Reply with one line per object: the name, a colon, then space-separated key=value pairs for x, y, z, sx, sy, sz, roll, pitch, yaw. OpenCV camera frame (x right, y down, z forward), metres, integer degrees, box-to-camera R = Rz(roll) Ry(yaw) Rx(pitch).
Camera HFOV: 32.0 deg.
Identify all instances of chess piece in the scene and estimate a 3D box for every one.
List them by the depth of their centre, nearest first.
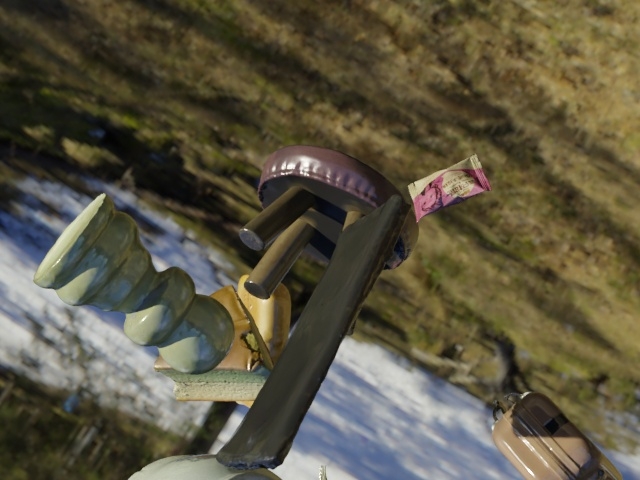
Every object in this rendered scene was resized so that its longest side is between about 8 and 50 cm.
chess piece: x=-0.217 y=0.071 z=1.407 sx=0.251 sy=0.144 sz=0.144 roll=39 pitch=159 yaw=-17

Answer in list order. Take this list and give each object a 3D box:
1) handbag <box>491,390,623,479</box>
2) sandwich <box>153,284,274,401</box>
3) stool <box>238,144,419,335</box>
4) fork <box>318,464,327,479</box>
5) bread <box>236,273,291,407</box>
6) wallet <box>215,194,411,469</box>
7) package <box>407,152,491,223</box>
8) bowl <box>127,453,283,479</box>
handbag: x=0.450 y=0.409 z=2.215 sx=0.283 sy=0.149 sz=0.302 roll=45 pitch=-177 yaw=35
sandwich: x=-0.181 y=0.209 z=1.906 sx=0.220 sy=0.186 sz=0.108 roll=59 pitch=178 yaw=47
stool: x=0.000 y=0.000 z=1.732 sx=0.272 sy=0.178 sz=0.272 roll=22 pitch=152 yaw=13
fork: x=0.054 y=0.568 z=2.331 sx=0.219 sy=0.028 sz=0.034 roll=55 pitch=-170 yaw=23
bread: x=-0.122 y=0.221 z=2.365 sx=0.091 sy=0.305 sz=0.142 roll=-12 pitch=-155 yaw=-44
wallet: x=-0.006 y=0.090 z=1.057 sx=0.030 sy=0.285 sz=0.146 roll=33 pitch=160 yaw=-15
package: x=0.130 y=-0.054 z=1.142 sx=0.083 sy=0.059 sz=0.029 roll=-26 pitch=133 yaw=14
bowl: x=-0.147 y=0.526 z=1.941 sx=0.435 sy=0.434 sz=0.196 roll=34 pitch=130 yaw=-5
